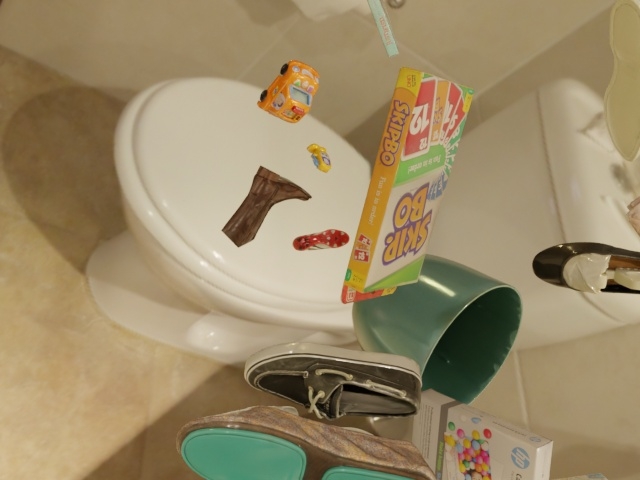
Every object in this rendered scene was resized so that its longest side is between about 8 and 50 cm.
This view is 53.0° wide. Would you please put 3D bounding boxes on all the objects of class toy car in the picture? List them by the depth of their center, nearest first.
[{"bbox_3d":[-0.005,-0.107,0.587,0.122,0.060,0.040,38,26,-48],"label":"toy car"}]

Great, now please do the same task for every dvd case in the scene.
[{"bbox_3d":[0.052,-0.237,0.624,0.119,0.013,0.087,-86,154,-56],"label":"dvd case"}]

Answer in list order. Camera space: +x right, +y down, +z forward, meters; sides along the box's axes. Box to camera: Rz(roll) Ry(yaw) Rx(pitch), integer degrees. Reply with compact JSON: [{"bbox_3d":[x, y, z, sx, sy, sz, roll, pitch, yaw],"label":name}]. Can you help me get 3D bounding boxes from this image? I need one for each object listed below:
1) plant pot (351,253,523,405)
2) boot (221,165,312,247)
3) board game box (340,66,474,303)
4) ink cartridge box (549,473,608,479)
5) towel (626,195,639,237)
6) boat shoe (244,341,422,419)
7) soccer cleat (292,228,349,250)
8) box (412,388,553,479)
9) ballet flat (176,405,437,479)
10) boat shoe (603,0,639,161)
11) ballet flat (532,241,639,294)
[{"bbox_3d":[0.202,0.160,1.241,0.293,0.293,0.235,-2,27,-43],"label":"plant pot"},{"bbox_3d":[-0.075,-0.036,0.896,0.106,0.037,0.114,25,96,-41],"label":"boot"},{"bbox_3d":[0.096,-0.051,0.713,0.039,0.259,0.124,27,18,33],"label":"board game box"},{"bbox_3d":[0.481,0.507,1.221,0.092,0.143,0.090,35,44,-77],"label":"ink cartridge box"},{"bbox_3d":[0.455,0.069,0.585,0.317,0.053,0.332,-16,65,-41],"label":"towel"},{"bbox_3d":[0.011,0.174,0.773,0.070,0.219,0.077,-79,166,-52],"label":"boat shoe"},{"bbox_3d":[0.000,0.000,0.931,0.083,0.035,0.029,-9,92,-6],"label":"soccer cleat"},{"bbox_3d":[0.196,0.290,0.818,0.038,0.186,0.145,-6,103,-41],"label":"box"},{"bbox_3d":[-0.014,0.258,0.776,0.316,0.107,0.106,19,21,-8],"label":"ballet flat"},{"bbox_3d":[0.514,-0.253,1.007,0.305,0.091,0.109,68,-3,-45],"label":"boat shoe"},{"bbox_3d":[0.538,0.056,1.177,0.096,0.280,0.095,-53,144,-70],"label":"ballet flat"}]
